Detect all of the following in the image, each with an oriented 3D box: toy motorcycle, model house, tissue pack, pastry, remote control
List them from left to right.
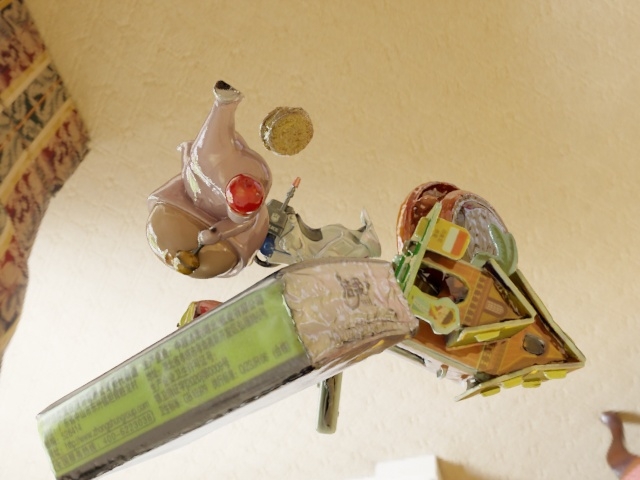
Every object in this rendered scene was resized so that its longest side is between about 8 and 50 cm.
[{"bbox_3d":[-0.108,0.154,0.915,0.394,0.288,0.124,-30,79,26],"label":"tissue pack"},{"bbox_3d":[-0.065,-0.210,1.454,0.097,0.057,0.109,27,108,-46],"label":"pastry"},{"bbox_3d":[0.000,0.000,1.156,0.221,0.102,0.150,23,87,2],"label":"toy motorcycle"},{"bbox_3d":[0.025,0.258,1.603,0.056,0.297,0.140,7,169,-1],"label":"remote control"},{"bbox_3d":[0.272,0.079,1.186,0.323,0.340,0.300,24,160,1],"label":"model house"}]

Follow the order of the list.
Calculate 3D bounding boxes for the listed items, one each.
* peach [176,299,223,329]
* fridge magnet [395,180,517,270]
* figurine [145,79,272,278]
[{"bbox_3d":[-0.198,0.225,1.354,0.158,0.267,0.154,20,128,-9],"label":"peach"},{"bbox_3d":[0.307,0.036,1.664,0.155,0.364,0.363,-23,122,42],"label":"fridge magnet"},{"bbox_3d":[-0.140,-0.047,0.923,0.176,0.186,0.287,42,148,1],"label":"figurine"}]
